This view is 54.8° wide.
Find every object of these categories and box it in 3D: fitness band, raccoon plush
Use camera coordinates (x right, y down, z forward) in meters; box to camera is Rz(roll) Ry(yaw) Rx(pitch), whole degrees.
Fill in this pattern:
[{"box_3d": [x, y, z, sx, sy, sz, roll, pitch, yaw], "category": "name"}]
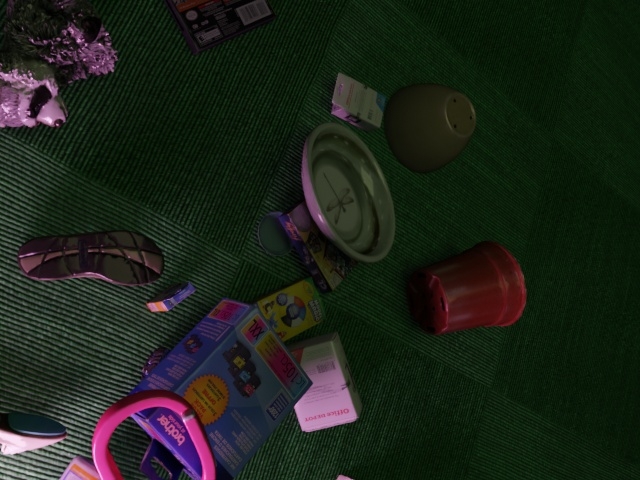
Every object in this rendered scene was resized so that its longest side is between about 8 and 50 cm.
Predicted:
[{"box_3d": [-0.320, 0.428, 1.208, 0.209, 0.054, 0.291, -21, 111, -13], "category": "fitness band"}, {"box_3d": [-0.645, -0.435, 1.298, 0.299, 0.216, 0.446, -36, 75, -17], "category": "raccoon plush"}]

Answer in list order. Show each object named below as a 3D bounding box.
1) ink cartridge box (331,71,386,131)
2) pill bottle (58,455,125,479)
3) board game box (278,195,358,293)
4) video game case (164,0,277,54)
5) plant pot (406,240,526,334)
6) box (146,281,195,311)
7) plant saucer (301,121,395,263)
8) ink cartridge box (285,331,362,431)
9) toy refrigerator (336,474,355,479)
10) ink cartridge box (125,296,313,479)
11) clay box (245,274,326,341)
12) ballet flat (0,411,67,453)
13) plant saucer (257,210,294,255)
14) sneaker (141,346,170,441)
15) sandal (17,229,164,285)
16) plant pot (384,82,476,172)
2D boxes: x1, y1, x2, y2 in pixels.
[{"box_3d": [0.098, -0.404, 1.810, 0.180, 0.060, 0.104, 21, 74, -30], "category": "ink cartridge box"}, {"box_3d": [-0.510, 0.593, 1.245, 0.152, 0.152, 0.272, 41, 65, -23], "category": "pill bottle"}, {"box_3d": [0.000, 0.000, 1.686, 0.165, 0.042, 0.243, -43, 109, -47], "category": "board game box"}, {"box_3d": [-0.277, -0.647, 1.604, 0.275, 0.035, 0.248, -36, 105, -30], "category": "video game case"}, {"box_3d": [0.422, 0.156, 1.862, 0.265, 0.272, 0.273, -11, 91, -25], "category": "plant pot"}, {"box_3d": [-0.341, 0.129, 1.416, 0.081, 0.136, 0.028, -38, 106, -30], "category": "box"}, {"box_3d": [0.058, -0.121, 1.686, 0.400, 0.100, 0.401, 30, 50, -44], "category": "plant saucer"}, {"box_3d": [0.000, 0.365, 1.599, 0.092, 0.158, 0.218, -36, 109, -75], "category": "ink cartridge box"}, {"box_3d": [0.145, 0.762, 1.697, 0.269, 0.094, 0.102, 43, 64, -22], "category": "toy refrigerator"}, {"box_3d": [-0.240, 0.363, 1.373, 0.395, 0.151, 0.270, -46, 118, -25], "category": "ink cartridge box"}, {"box_3d": [-0.078, 0.182, 1.635, 0.222, 0.053, 0.128, -24, 97, -33], "category": "clay box"}, {"box_3d": [-0.642, 0.382, 1.235, 0.248, 0.086, 0.086, 25, 72, -28], "category": "ballet flat"}, {"box_3d": [-0.118, -0.017, 1.649, 0.119, 0.021, 0.119, 3, 84, -33], "category": "plant saucer"}, {"box_3d": [-0.358, 0.354, 1.425, 0.087, 0.083, 0.221, -3, 95, -41], "category": "sneaker"}, {"box_3d": [-0.498, 0.033, 1.361, 0.302, 0.086, 0.120, 4, 88, -18], "category": "sandal"}, {"box_3d": [0.366, -0.363, 1.907, 0.284, 0.191, 0.284, 4, 83, -34], "category": "plant pot"}]
